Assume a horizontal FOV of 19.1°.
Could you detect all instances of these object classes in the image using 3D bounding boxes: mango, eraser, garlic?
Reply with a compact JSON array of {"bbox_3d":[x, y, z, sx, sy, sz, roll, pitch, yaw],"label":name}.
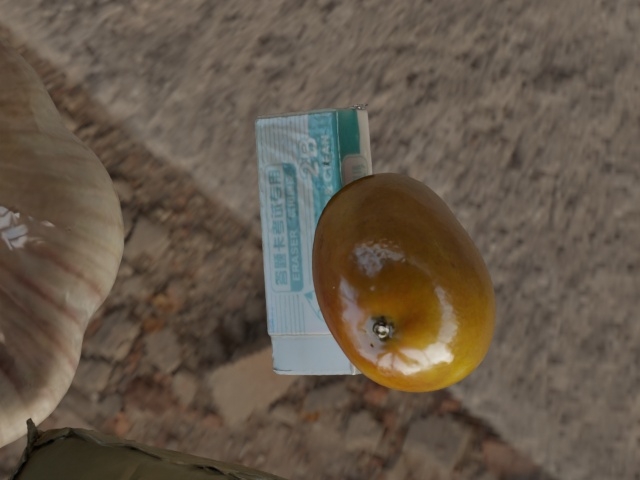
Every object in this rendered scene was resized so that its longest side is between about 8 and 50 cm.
[{"bbox_3d":[0.061,0.023,1.488,0.120,0.221,0.151,-40,127,21],"label":"mango"},{"bbox_3d":[0.000,0.000,1.623,0.095,0.052,0.225,-3,92,40],"label":"eraser"},{"bbox_3d":[-0.270,0.000,1.040,0.321,0.241,0.322,-1,86,10],"label":"garlic"}]

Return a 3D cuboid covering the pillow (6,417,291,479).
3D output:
[{"bbox_3d":[-0.076,0.151,0.935,0.208,0.119,0.053,12,130,23],"label":"pillow"}]
